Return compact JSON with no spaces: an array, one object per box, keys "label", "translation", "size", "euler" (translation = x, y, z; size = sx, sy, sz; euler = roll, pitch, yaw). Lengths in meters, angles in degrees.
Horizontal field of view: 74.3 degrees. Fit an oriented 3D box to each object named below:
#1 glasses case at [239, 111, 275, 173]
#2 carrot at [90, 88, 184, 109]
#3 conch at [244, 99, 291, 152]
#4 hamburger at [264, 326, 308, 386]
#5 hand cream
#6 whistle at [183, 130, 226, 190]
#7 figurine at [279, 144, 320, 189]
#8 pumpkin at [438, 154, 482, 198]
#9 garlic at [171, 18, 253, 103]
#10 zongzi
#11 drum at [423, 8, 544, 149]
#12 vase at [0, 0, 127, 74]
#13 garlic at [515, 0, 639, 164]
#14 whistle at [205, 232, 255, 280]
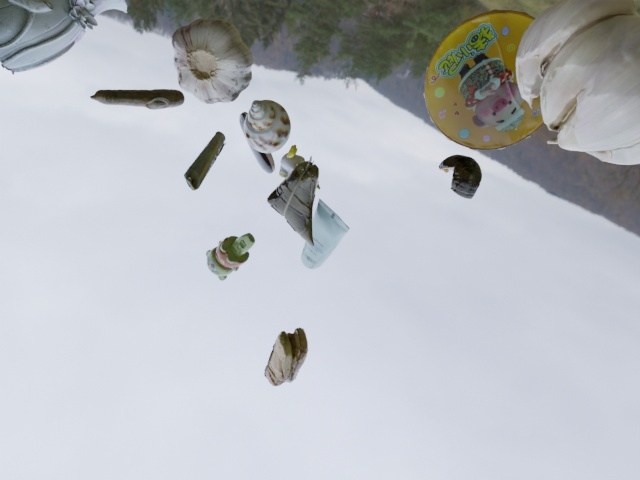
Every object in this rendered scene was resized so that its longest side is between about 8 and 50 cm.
[{"label":"glasses case","translation":[-0.305,-0.470,2.044],"size":[0.075,0.315,0.122],"euler":[-30,-167,-15]},{"label":"carrot","translation":[-0.590,-0.468,1.396],"size":[0.070,0.070,0.342],"euler":[32,-149,20]},{"label":"conch","translation":[-0.191,-0.397,1.459],"size":[0.182,0.275,0.149],"euler":[37,-119,12]},{"label":"hamburger","translation":[-0.117,0.452,1.599],"size":[0.124,0.262,0.131],"euler":[-3,-144,-34]},{"label":"hand cream","translation":[0.000,0.000,1.196],"size":[0.067,0.321,0.109],"euler":[-39,-101,-24]},{"label":"whistle","translation":[-0.413,-0.293,1.520],"size":[0.068,0.057,0.327],"euler":[59,-153,-32]},{"label":"figurine","translation":[-0.064,-0.229,1.438],"size":[0.109,0.130,0.178],"euler":[-34,-103,-20]},{"label":"pumpkin","translation":[0.512,-0.249,1.515],"size":[0.118,0.108,0.184],"euler":[2,-133,-25]},{"label":"garlic","translation":[-0.302,-0.544,1.290],"size":[0.244,0.245,0.253],"euler":[24,-150,5]},{"label":"zongzi","translation":[-0.021,-0.099,1.062],"size":[0.178,0.189,0.081],"euler":[50,-147,0]},{"label":"drum","translation":[0.558,-0.515,1.382],"size":[0.430,0.431,0.214],"euler":[27,-152,10]},{"label":"vase","translation":[-0.841,-0.728,1.328],"size":[0.445,0.250,0.250],"euler":[-34,-131,-11]},{"label":"garlic","translation":[0.416,-0.228,0.624],"size":[0.281,0.203,0.185],"euler":[45,-153,0]},{"label":"whistle","translation":[-0.334,0.052,1.559],"size":[0.106,0.288,0.131],"euler":[-26,-96,-49]}]
